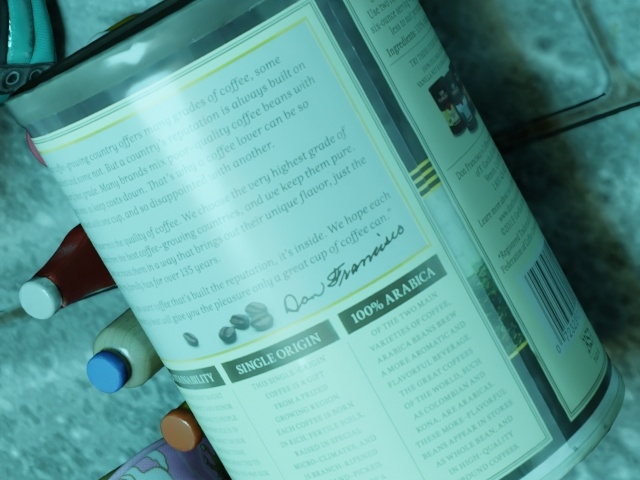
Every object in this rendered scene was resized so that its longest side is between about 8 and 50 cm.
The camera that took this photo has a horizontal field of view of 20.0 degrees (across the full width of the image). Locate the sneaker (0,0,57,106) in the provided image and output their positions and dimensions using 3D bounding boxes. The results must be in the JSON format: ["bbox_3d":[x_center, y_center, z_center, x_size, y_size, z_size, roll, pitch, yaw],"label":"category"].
[{"bbox_3d":[-0.239,-0.071,1.018,0.123,0.178,0.296,13,92,25],"label":"sneaker"}]

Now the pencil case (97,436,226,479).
[{"bbox_3d":[-0.002,0.286,1.056,0.386,0.167,0.160,43,149,14],"label":"pencil case"}]

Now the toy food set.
[{"bbox_3d":[-0.108,0.000,1.026,0.111,0.104,0.232,-5,113,33],"label":"toy food set"}]

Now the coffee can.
[{"bbox_3d":[0.000,0.000,0.897,0.201,0.201,0.275,-21,104,37],"label":"coffee can"}]
